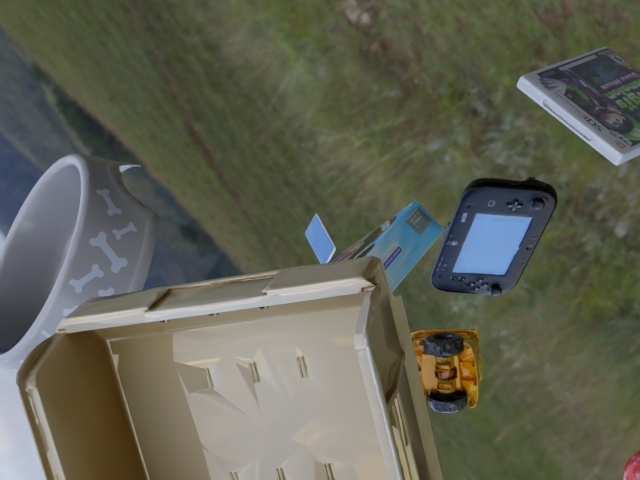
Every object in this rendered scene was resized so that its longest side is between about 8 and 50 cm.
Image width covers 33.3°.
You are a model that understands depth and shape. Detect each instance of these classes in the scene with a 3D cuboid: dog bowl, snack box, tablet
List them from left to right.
[{"bbox_3d":[-0.353,0.038,1.472,0.102,0.348,0.348,23,-162,-30],"label":"dog bowl"},{"bbox_3d":[0.000,0.000,1.848,0.083,0.006,0.054,62,139,34],"label":"tablet"},{"bbox_3d":[0.023,0.074,1.445,0.060,0.187,0.322,45,150,-4],"label":"snack box"}]

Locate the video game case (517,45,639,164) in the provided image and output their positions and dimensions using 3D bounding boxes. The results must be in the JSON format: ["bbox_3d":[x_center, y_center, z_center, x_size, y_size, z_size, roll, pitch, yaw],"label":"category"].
[{"bbox_3d":[0.376,-0.180,1.383,0.173,0.190,0.022,45,138,27],"label":"video game case"}]

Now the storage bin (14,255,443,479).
[{"bbox_3d":[-0.054,0.164,0.790,0.123,0.262,0.260,-50,-51,-67],"label":"storage bin"}]

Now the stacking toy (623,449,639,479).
[{"bbox_3d":[0.547,0.270,1.351,0.141,0.330,0.141,-17,-90,-73],"label":"stacking toy"}]

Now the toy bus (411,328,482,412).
[{"bbox_3d":[0.225,0.240,2.173,0.211,0.220,0.149,-44,-51,-65],"label":"toy bus"}]

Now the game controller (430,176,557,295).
[{"bbox_3d":[0.300,-0.001,1.893,0.319,0.167,0.067,103,160,-52],"label":"game controller"}]
